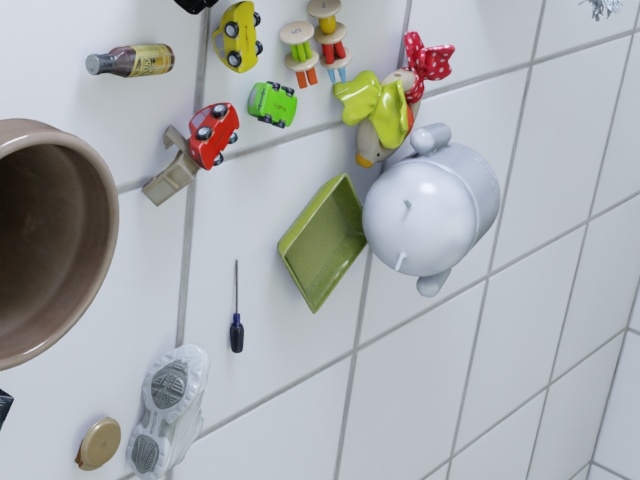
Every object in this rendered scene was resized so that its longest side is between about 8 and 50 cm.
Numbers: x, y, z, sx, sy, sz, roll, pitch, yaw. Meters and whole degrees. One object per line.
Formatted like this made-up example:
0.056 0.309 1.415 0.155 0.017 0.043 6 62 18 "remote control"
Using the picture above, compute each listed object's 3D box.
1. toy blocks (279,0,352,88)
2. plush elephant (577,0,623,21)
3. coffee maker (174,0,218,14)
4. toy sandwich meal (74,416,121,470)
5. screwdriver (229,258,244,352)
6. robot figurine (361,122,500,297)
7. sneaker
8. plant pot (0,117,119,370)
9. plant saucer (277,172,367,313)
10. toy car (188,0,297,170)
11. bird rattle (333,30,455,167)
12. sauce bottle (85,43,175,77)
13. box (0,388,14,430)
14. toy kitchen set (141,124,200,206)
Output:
-0.003 -0.280 1.776 0.123 0.054 0.148 -48 144 -27 "toy blocks"
0.409 -0.560 2.049 0.255 0.272 0.330 19 57 -24 "plush elephant"
-0.104 -0.381 1.452 0.178 0.171 0.120 -50 128 -27 "coffee maker"
-0.328 0.297 1.709 0.085 0.029 0.086 -29 128 -45 "toy sandwich meal"
-0.134 0.105 1.877 0.025 0.024 0.170 -66 159 -68 "screwdriver"
0.194 -0.057 2.032 0.353 0.199 0.300 -37 124 -62 "robot figurine"
-0.220 0.256 1.800 0.115 0.090 0.232 -9 127 -61 "sneaker"
-0.383 -0.022 1.225 0.263 0.229 0.263 -34 136 -41 "plant pot"
0.000 0.000 1.974 0.188 0.045 0.188 -53 146 -19 "plant saucer"
-0.107 -0.207 1.663 0.225 0.053 0.239 14 91 -63 "toy car"
0.119 -0.235 1.967 0.253 0.143 0.207 -50 159 -46 "bird rattle"
-0.242 -0.226 1.474 0.128 0.042 0.042 -18 125 -48 "sauce bottle"
-0.494 0.251 1.410 0.220 0.051 0.175 21 93 -58 "box"
-0.213 -0.109 1.612 0.068 0.075 0.083 47 27 -18 "toy kitchen set"
